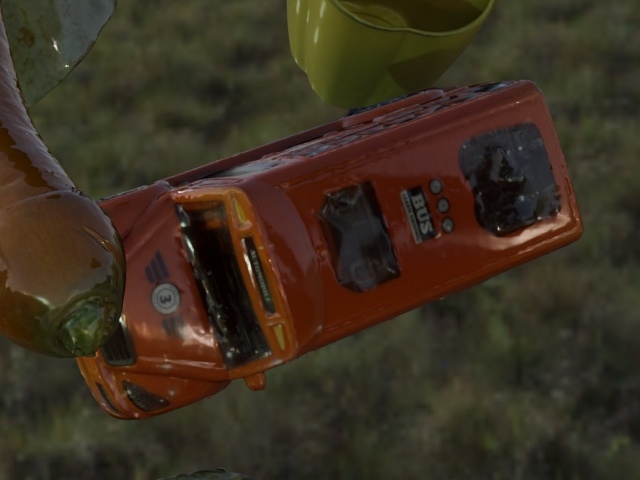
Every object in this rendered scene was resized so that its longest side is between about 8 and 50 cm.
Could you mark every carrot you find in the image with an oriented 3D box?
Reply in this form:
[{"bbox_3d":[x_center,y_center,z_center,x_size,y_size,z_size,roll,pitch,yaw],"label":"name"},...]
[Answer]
[{"bbox_3d":[-0.134,-0.046,0.753,0.062,0.066,0.271,-6,40,-23],"label":"carrot"}]

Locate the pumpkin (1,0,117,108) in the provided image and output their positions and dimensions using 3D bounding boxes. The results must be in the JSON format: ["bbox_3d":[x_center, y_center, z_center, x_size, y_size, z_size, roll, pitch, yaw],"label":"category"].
[{"bbox_3d":[-0.347,-0.214,1.530,0.332,0.199,0.332,-20,36,15],"label":"pumpkin"}]

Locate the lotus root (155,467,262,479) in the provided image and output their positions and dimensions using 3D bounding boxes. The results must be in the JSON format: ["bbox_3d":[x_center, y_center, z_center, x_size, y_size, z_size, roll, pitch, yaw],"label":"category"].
[{"bbox_3d":[-0.105,0.302,1.532,0.267,0.149,0.260,21,30,6],"label":"lotus root"}]

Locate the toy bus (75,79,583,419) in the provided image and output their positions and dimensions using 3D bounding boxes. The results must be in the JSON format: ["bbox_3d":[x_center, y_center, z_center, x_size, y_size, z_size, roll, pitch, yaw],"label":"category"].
[{"bbox_3d":[0.000,0.000,1.228,0.329,0.143,0.153,-20,6,-31],"label":"toy bus"}]

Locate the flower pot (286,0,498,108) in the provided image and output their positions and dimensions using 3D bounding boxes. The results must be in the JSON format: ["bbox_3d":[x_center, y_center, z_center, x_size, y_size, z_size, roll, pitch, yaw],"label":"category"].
[{"bbox_3d":[0.056,-0.216,1.748,0.195,0.195,0.179,-9,-25,-18],"label":"flower pot"}]
